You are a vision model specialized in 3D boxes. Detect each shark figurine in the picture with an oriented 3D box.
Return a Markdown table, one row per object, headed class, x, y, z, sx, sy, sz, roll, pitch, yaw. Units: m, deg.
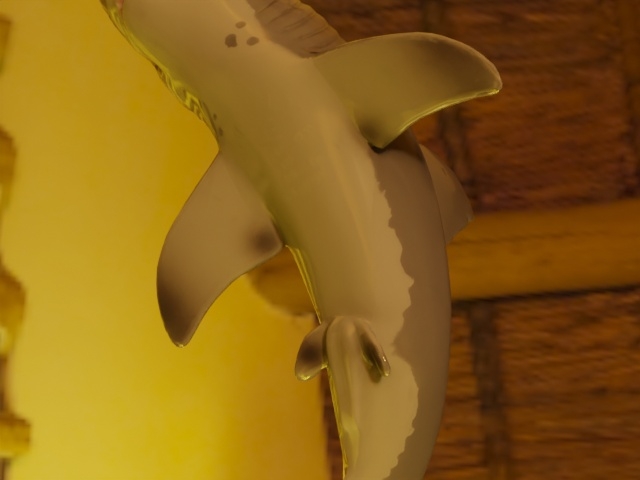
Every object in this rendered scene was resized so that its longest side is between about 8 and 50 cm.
| class | x | y | z | sx | sy | sz | roll | pitch | yaw |
| --- | --- | --- | --- | --- | --- | --- | --- | --- | --- |
| shark figurine | 0.018 | 0.022 | 0.637 | 0.166 | 0.116 | 0.278 | -5 | -84 | 32 |
